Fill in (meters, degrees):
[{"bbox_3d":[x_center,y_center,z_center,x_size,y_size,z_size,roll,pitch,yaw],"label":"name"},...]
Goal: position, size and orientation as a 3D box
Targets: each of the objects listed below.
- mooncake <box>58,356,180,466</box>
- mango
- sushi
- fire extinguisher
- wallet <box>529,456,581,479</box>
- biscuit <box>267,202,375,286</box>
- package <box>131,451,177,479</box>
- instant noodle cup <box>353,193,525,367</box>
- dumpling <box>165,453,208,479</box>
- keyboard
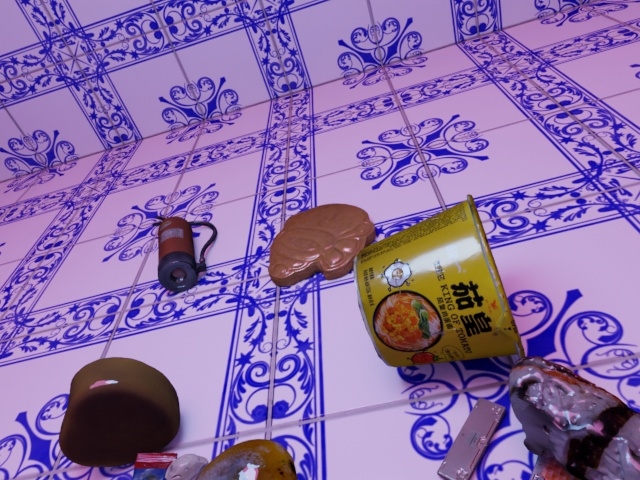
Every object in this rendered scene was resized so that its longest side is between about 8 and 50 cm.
[{"bbox_3d":[-0.403,0.350,0.997,0.234,0.235,0.117,-25,32,-7],"label":"mooncake"},{"bbox_3d":[-0.163,0.465,0.780,0.316,0.146,0.192,-44,33,-20],"label":"mango"},{"bbox_3d":[0.412,0.299,0.704,0.129,0.124,0.332,-26,37,-31],"label":"sushi"},{"bbox_3d":[-0.440,0.021,1.584,0.200,0.113,0.376,14,25,-27],"label":"fire extinguisher"},{"bbox_3d":[0.368,0.381,0.731,0.103,0.020,0.196,16,46,34],"label":"wallet"},{"bbox_3d":[0.000,0.000,1.409,0.311,0.057,0.351,1,40,30],"label":"biscuit"},{"bbox_3d":[-0.331,0.495,0.910,0.083,0.022,0.200,3,39,-3],"label":"package"},{"bbox_3d":[0.225,0.100,0.956,0.254,0.326,0.326,-18,34,18],"label":"instant noodle cup"},{"bbox_3d":[-0.266,0.441,0.954,0.077,0.043,0.059,-37,19,-16],"label":"dumpling"},{"bbox_3d":[0.264,0.347,0.837,0.055,0.017,0.166,11,45,43],"label":"keyboard"}]
